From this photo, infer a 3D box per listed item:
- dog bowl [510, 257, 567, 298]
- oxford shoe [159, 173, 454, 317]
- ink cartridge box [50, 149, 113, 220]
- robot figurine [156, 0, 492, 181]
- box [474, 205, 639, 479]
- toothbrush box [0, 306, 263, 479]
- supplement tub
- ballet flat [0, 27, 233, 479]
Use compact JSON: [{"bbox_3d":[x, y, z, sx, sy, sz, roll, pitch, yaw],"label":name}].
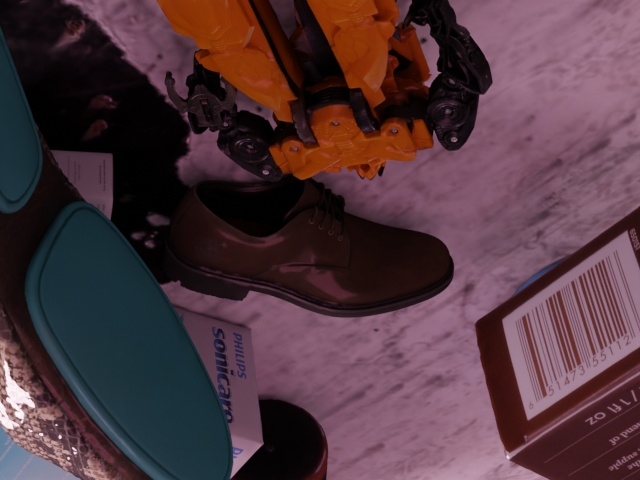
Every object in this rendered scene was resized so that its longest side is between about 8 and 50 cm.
[{"bbox_3d":[0.305,0.082,1.361,0.297,0.074,0.166,-5,139,-2],"label":"dog bowl"},{"bbox_3d":[0.000,0.000,1.216,0.227,0.083,0.096,6,132,-16],"label":"oxford shoe"},{"bbox_3d":[-0.216,-0.021,1.179,0.122,0.052,0.088,3,137,-11],"label":"ink cartridge box"},{"bbox_3d":[-0.010,-0.148,1.030,0.211,0.085,0.291,-8,140,19],"label":"robot figurine"},{"bbox_3d":[0.321,0.137,1.268,0.381,0.143,0.191,27,128,-35],"label":"box"},{"bbox_3d":[-0.226,0.141,1.302,0.295,0.126,0.216,18,131,-26],"label":"toothbrush box"},{"bbox_3d":[-0.047,0.239,1.458,0.106,0.106,0.198,-3,138,-5],"label":"supplement tub"},{"bbox_3d":[-0.231,-0.002,1.074,0.182,0.164,0.483,-14,119,25],"label":"ballet flat"}]
